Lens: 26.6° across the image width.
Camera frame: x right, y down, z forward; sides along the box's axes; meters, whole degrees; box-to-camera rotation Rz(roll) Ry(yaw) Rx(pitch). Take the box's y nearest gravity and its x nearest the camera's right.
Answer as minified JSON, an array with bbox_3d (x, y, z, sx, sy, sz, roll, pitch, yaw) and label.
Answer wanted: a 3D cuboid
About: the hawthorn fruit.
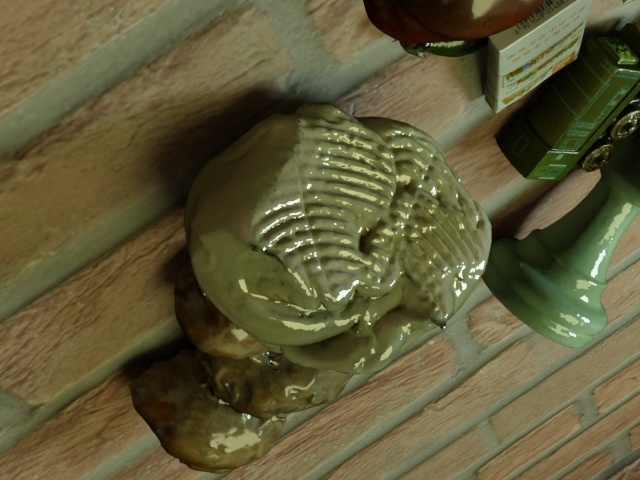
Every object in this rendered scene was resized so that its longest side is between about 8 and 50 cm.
[{"bbox_3d":[0.131,-0.285,1.156,0.248,0.208,0.208,-40,157,-27],"label":"hawthorn fruit"}]

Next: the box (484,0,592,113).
[{"bbox_3d":[0.236,-0.212,1.479,0.122,0.032,0.220,-35,167,-2],"label":"box"}]

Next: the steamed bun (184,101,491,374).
[{"bbox_3d":[0.000,0.000,1.397,0.320,0.275,0.206,26,151,-29],"label":"steamed bun"}]

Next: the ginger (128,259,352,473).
[{"bbox_3d":[-0.099,0.158,1.623,0.256,0.176,0.375,6,137,-27],"label":"ginger"}]

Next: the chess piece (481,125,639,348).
[{"bbox_3d":[0.375,-0.019,1.855,0.194,0.194,0.299,12,119,-54],"label":"chess piece"}]

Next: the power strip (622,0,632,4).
[{"bbox_3d":[0.441,-0.299,1.508,0.216,0.137,0.044,-27,159,-4],"label":"power strip"}]

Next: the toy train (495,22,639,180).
[{"bbox_3d":[0.328,-0.166,1.650,0.137,0.090,0.225,0,137,-42],"label":"toy train"}]

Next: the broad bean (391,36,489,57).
[{"bbox_3d":[0.206,-0.276,1.378,0.292,0.049,0.144,-41,155,11],"label":"broad bean"}]
